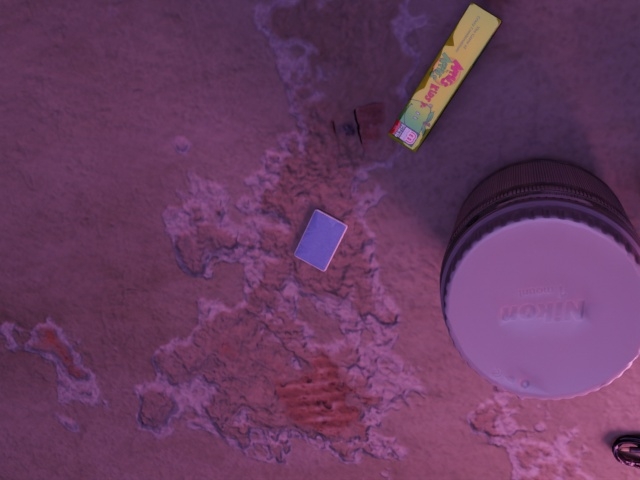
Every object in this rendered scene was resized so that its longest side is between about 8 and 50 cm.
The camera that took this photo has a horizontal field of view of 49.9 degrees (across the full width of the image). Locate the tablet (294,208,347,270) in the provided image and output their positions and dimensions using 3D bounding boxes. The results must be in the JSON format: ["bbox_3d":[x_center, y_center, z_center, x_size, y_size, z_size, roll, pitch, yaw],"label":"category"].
[{"bbox_3d":[0.000,0.000,1.011,0.054,0.006,0.083,29,113,6],"label":"tablet"}]

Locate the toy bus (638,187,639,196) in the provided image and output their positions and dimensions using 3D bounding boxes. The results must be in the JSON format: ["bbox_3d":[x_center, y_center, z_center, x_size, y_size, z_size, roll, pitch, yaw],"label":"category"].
[{"bbox_3d":[0.498,-0.004,0.814,0.191,0.104,0.202,-27,64,-7],"label":"toy bus"}]

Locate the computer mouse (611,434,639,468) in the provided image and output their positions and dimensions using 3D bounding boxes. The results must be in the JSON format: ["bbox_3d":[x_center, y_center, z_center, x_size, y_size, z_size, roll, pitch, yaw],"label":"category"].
[{"bbox_3d":[0.525,0.288,0.930,0.242,0.041,0.071,-10,105,19],"label":"computer mouse"}]

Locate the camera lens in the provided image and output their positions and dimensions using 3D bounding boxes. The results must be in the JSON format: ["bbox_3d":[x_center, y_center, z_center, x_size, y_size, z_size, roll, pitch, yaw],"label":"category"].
[{"bbox_3d":[0.256,0.031,0.801,0.219,0.274,0.219,5,108,15],"label":"camera lens"}]

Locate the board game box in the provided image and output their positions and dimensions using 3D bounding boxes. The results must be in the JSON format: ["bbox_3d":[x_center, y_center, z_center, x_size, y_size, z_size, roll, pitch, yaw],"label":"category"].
[{"bbox_3d":[0.155,-0.202,0.856,0.043,0.092,0.181,33,113,3],"label":"board game box"}]
